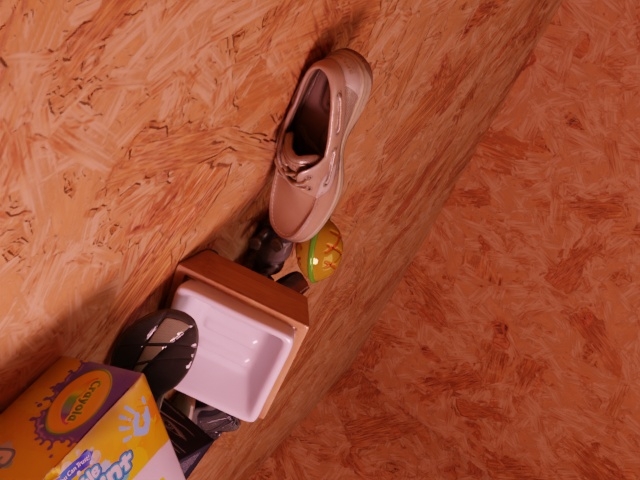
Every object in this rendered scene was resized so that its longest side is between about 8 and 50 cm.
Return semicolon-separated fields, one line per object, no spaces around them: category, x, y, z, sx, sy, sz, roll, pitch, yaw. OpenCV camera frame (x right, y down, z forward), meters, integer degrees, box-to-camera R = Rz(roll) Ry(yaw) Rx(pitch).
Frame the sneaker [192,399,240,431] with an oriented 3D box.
sneaker;-0.213;0.343;1.975;0.130;0.087;0.227;7;141;-29

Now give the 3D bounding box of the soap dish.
soap dish;-0.154;0.161;1.564;0.291;0.228;0.118;115;1;-46

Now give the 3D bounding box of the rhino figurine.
rhino figurine;-0.101;0.034;1.724;0.106;0.073;0.243;-55;175;-42

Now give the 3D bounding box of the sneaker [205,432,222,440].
sneaker;-0.211;0.316;2.106;0.283;0.110;0.122;-54;-174;18

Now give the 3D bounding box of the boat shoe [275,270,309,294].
boat shoe;-0.108;0.173;1.814;0.122;0.120;0.324;-35;174;-43

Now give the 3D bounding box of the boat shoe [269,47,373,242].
boat shoe;-0.026;-0.137;1.452;0.110;0.121;0.341;-30;144;-51

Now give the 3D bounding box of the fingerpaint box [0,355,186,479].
fingerpaint box;-0.362;0.434;1.192;0.445;0.163;0.371;-50;136;-44

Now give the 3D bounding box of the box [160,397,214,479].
box;-0.314;0.385;1.721;0.108;0.153;0.207;-55;167;8

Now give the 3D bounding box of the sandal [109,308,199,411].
sandal;-0.288;0.214;1.505;0.086;0.120;0.303;-84;-159;-54

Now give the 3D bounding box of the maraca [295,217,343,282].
maraca;0.000;0.000;1.967;0.127;0.099;0.186;-43;141;-70

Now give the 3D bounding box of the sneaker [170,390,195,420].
sneaker;-0.321;0.386;1.898;0.064;0.086;0.192;-11;-122;53
